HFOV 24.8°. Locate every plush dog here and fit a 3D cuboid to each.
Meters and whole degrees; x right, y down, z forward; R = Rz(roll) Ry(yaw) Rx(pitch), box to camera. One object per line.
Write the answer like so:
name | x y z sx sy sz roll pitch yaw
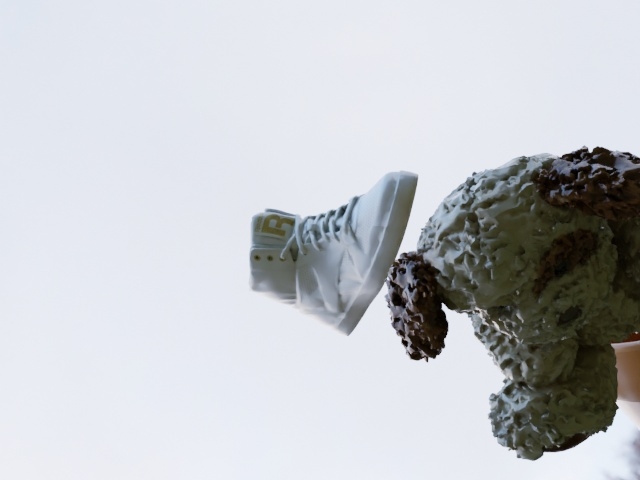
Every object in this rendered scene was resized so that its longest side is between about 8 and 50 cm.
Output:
plush dog | 0.167 0.008 1.042 0.262 0.210 0.225 -39 -33 22

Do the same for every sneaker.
sneaker | 0.000 0.000 1.709 0.169 0.292 0.108 22 -130 -5

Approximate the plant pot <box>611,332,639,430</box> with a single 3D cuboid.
plant pot | 0.369 0.090 1.264 0.291 0.291 0.203 -36 -73 -23
